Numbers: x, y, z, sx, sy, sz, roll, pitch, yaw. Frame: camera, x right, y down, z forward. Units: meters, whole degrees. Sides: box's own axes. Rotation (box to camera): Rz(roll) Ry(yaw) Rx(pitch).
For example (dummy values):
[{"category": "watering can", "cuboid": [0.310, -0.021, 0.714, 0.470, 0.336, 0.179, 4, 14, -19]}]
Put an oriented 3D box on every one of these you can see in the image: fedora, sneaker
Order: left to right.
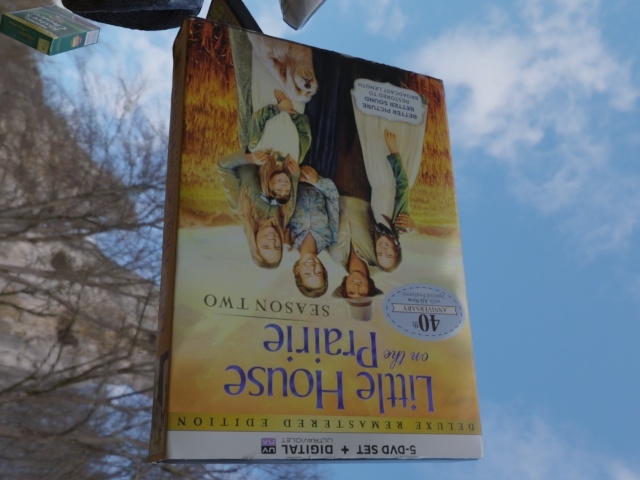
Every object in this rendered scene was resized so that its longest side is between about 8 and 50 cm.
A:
[{"category": "fedora", "cuboid": [-0.300, -0.425, 1.074, 0.334, 0.334, 0.152, 5, -86, 39]}, {"category": "sneaker", "cuboid": [-0.037, -0.338, 0.806, 0.106, 0.123, 0.290, -43, -157, 19]}]

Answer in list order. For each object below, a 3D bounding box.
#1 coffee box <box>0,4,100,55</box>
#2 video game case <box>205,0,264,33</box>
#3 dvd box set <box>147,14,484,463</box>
[{"category": "coffee box", "cuboid": [-0.532, -0.420, 1.349, 0.113, 0.184, 0.040, 27, -63, 1]}, {"category": "video game case", "cuboid": [-0.158, -0.349, 1.407, 0.274, 0.035, 0.248, 57, -27, 6]}, {"category": "dvd box set", "cuboid": [0.000, 0.000, 0.667, 0.062, 0.308, 0.420, 140, -47, -58]}]
